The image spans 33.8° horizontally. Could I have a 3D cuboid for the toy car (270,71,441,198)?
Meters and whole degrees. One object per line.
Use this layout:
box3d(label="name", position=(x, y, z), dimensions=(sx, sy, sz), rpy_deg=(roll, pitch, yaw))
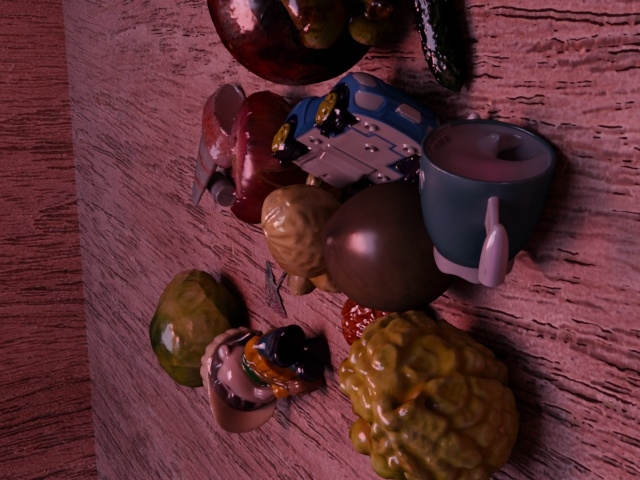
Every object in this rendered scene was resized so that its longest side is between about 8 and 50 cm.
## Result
box3d(label="toy car", position=(0.065, -0.173, 1.603), dimensions=(0.314, 0.198, 0.166), rpy_deg=(-23, 44, 62))

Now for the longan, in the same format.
box3d(label="longan", position=(0.106, 0.010, 1.525), dimensions=(0.220, 0.196, 0.197), rpy_deg=(-23, 76, 52))

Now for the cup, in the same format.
box3d(label="cup", position=(0.207, -0.044, 1.352), dimensions=(0.300, 0.167, 0.173), rpy_deg=(-87, -1, -55))

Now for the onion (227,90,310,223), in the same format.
box3d(label="onion", position=(-0.102, -0.152, 1.960), dimensions=(0.248, 0.161, 0.248), rpy_deg=(-13, 75, 61))

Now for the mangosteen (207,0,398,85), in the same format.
box3d(label="mangosteen", position=(-0.023, -0.376, 1.588), dimensions=(0.311, 0.311, 0.311), rpy_deg=(28, 122, 59))

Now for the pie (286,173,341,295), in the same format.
box3d(label="pie", position=(-0.006, -0.029, 1.865), dimensions=(0.068, 0.129, 0.283), rpy_deg=(19, 127, 14))

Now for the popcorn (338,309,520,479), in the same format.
box3d(label="popcorn", position=(0.149, 0.231, 1.468), dimensions=(0.258, 0.224, 0.270), rpy_deg=(0, 117, 65))

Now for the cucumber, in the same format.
box3d(label="cucumber", position=(0.160, -0.325, 1.469), dimensions=(0.067, 0.067, 0.245), rpy_deg=(-13, 84, 64))

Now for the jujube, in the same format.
box3d(label="jujube", position=(0.107, 0.136, 1.675), dimensions=(0.176, 0.109, 0.112), rpy_deg=(9, 142, 55))

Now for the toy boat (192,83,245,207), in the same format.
box3d(label="toy boat", position=(-0.234, -0.194, 2.278), dimensions=(0.282, 0.096, 0.206), rpy_deg=(119, 145, -46))

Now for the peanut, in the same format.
box3d(label="peanut", position=(0.000, 0.000, 1.707), dimensions=(0.146, 0.305, 0.147), rpy_deg=(-6, 75, 22))

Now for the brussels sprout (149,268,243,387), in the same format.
box3d(label="brussels sprout", position=(-0.280, 0.187, 2.380), dimensions=(0.219, 0.210, 0.271), rpy_deg=(77, 178, -48))

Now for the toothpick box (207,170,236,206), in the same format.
box3d(label="toothpick box", position=(-0.221, -0.115, 2.340), dimensions=(0.083, 0.052, 0.052), rpy_deg=(-132, 42, -52))

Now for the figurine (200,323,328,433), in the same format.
box3d(label="figurine", position=(-0.109, 0.240, 2.104), dimensions=(0.332, 0.185, 0.205), rpy_deg=(-40, 27, 41))

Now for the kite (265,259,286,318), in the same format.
box3d(label="kite", position=(-0.092, 0.100, 2.183), dimensions=(0.139, 0.011, 0.157), rpy_deg=(67, 152, 23))
